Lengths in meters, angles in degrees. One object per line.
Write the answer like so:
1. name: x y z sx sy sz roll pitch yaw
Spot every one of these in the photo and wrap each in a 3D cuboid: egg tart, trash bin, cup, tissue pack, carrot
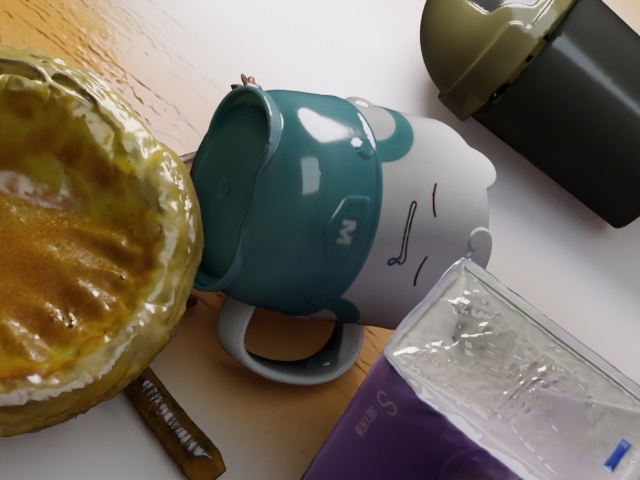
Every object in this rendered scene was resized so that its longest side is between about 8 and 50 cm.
1. egg tart: -0.302 0.007 1.501 0.387 0.169 0.388 4 67 -9
2. trash bin: 0.261 -0.185 1.799 0.334 0.214 0.214 39 57 -1
3. cup: 0.000 0.000 1.590 0.257 0.219 0.290 10 102 -37
4. tissue pack: 0.130 0.207 1.470 0.242 0.338 0.160 39 56 9
5. carrot: -0.152 0.162 1.565 0.042 0.042 0.171 -30 75 -30

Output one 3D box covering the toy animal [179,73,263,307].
1. toy animal: -0.113 -0.056 1.679 0.224 0.066 0.230 -12 73 -29
